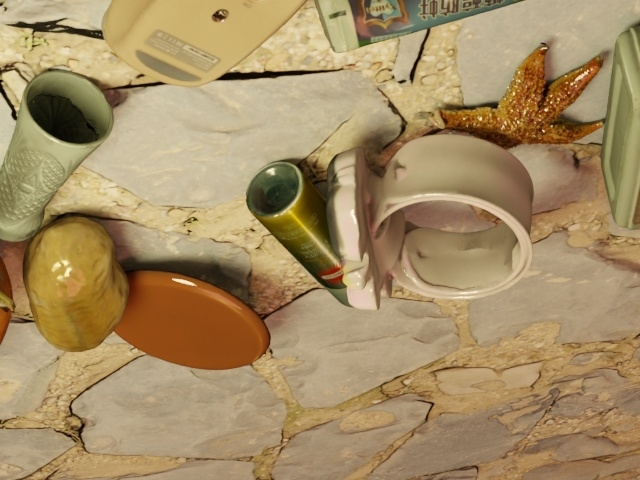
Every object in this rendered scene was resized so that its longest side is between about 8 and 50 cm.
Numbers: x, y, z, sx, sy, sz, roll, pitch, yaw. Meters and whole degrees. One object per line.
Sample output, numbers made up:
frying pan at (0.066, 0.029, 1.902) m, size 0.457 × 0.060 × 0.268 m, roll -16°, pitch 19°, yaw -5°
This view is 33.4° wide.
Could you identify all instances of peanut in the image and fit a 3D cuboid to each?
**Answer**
peanut at (-0.309, 0.058, 1.351) m, size 0.129 × 0.129 × 0.224 m, roll -6°, pitch 148°, yaw -8°

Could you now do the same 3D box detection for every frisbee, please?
frisbee at (-0.193, 0.117, 1.494) m, size 0.251 × 0.021 × 0.250 m, roll 10°, pitch 145°, yaw 7°

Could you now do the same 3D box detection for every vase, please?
vase at (-0.310, -0.082, 1.165) m, size 0.096 × 0.096 × 0.219 m, roll 10°, pitch 145°, yaw -30°

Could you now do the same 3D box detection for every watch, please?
watch at (0.134, -0.021, 1.264) m, size 0.231 × 0.196 × 0.244 m, roll -1°, pitch 142°, yaw 17°

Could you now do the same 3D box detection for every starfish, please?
starfish at (0.247, -0.147, 1.281) m, size 0.241 × 0.043 × 0.227 m, roll 2°, pitch 148°, yaw -29°

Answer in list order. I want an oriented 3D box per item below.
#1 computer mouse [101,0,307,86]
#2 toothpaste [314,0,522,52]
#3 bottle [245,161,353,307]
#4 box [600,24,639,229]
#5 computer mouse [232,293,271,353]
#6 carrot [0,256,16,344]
computer mouse at (-0.098, -0.235, 0.993) m, size 0.145 × 0.082 × 0.236 m, roll 18°, pitch 140°, yaw -39°
toothpaste at (0.188, -0.268, 1.049) m, size 0.392 × 0.061 × 0.098 m, roll -15°, pitch 140°, yaw 6°
bottle at (0.000, 0.000, 1.395) m, size 0.082 × 0.082 × 0.286 m, roll -21°, pitch 147°, yaw 15°
box at (0.436, -0.133, 1.250) m, size 0.183 × 0.175 × 0.312 m, roll -7°, pitch 148°, yaw 6°
computer mouse at (-0.140, 0.112, 1.538) m, size 0.172 × 0.057 × 0.099 m, roll 35°, pitch 138°, yaw -31°
carrot at (-0.456, 0.072, 1.239) m, size 0.214 × 0.193 × 0.331 m, roll -47°, pitch 180°, yaw -27°
